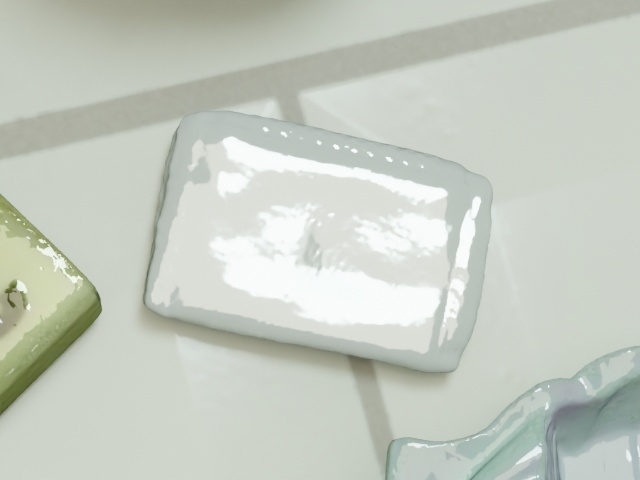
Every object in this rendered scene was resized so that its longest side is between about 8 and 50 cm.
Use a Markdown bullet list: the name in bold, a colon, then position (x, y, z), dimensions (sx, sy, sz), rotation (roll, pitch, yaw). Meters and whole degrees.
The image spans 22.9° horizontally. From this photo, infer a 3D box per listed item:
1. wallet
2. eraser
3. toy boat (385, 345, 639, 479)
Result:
- **wallet**: position (0.000, 0.000, 0.867), dimensions (0.183, 0.032, 0.124), rotation (11, 77, -6)
- **eraser**: position (-0.212, 0.052, 0.816), dimensions (0.117, 0.058, 0.172), rotation (43, 77, 4)
- **toy boat**: position (0.173, 0.152, 0.819), dimensions (0.290, 0.100, 0.199), rotation (2, 77, -7)
